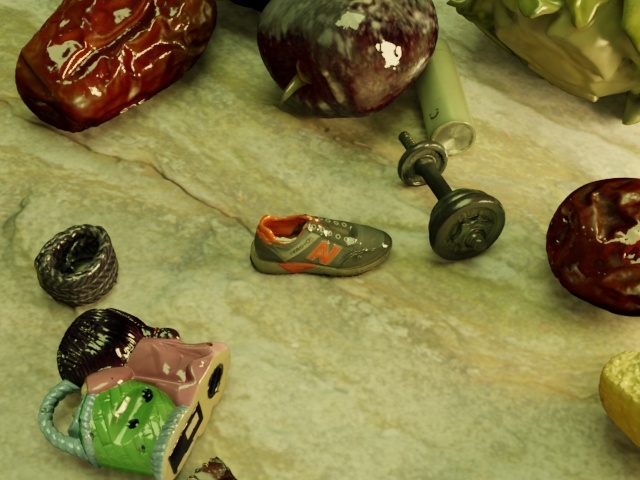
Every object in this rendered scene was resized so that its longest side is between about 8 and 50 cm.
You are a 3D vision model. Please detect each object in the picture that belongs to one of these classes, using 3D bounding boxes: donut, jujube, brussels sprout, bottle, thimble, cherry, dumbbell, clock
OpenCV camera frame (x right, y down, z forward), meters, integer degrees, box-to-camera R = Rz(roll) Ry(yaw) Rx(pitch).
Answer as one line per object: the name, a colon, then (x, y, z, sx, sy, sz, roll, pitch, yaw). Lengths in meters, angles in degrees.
donut: (0.431, 0.166, 1.176, 0.295, 0.151, 0.112, -26, 43, -28)
jujube: (-0.313, -0.313, 1.520, 0.216, 0.216, 0.342, 33, 70, 24)
jujube: (0.415, 0.009, 1.289, 0.243, 0.183, 0.183, 7, 49, -8)
brussels sprout: (0.439, -0.406, 1.493, 0.425, 0.342, 0.361, 34, 88, 11)
bottle: (0.186, -0.225, 1.536, 0.072, 0.072, 0.201, -4, 50, -5)
thimble: (-0.315, 0.032, 1.304, 0.104, 0.066, 0.095, -33, 56, -27)
cherry: (0.039, -0.298, 1.492, 0.296, 0.218, 0.255, -38, 34, -28)
dumbbell: (0.166, -0.074, 1.393, 0.110, 0.110, 0.254, -15, 46, -14)
clock: (-0.228, 0.174, 1.166, 0.195, 0.100, 0.194, 18, 53, 15)

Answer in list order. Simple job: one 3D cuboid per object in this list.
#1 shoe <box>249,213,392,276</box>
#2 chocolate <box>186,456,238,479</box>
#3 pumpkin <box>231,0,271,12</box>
shoe: (0.002, 0.000, 1.334, 0.194, 0.077, 0.074, -2, 49, -3)
chocolate: (-0.083, 0.316, 1.095, 0.182, 0.028, 0.086, 37, 55, 28)
pumpkin: (-0.077, -0.534, 1.645, 0.363, 0.266, 0.363, 13, 40, -11)
